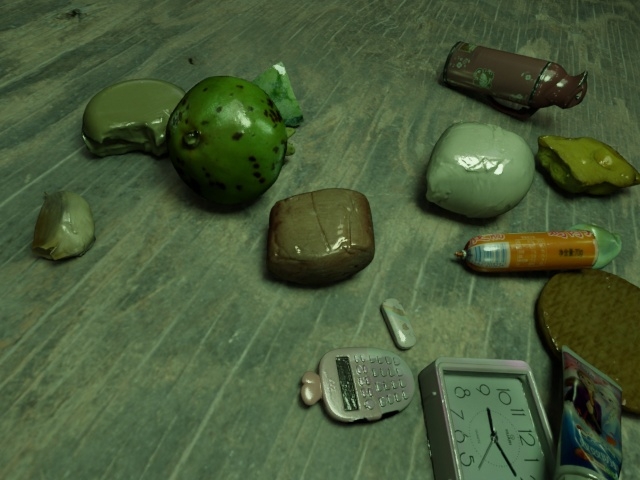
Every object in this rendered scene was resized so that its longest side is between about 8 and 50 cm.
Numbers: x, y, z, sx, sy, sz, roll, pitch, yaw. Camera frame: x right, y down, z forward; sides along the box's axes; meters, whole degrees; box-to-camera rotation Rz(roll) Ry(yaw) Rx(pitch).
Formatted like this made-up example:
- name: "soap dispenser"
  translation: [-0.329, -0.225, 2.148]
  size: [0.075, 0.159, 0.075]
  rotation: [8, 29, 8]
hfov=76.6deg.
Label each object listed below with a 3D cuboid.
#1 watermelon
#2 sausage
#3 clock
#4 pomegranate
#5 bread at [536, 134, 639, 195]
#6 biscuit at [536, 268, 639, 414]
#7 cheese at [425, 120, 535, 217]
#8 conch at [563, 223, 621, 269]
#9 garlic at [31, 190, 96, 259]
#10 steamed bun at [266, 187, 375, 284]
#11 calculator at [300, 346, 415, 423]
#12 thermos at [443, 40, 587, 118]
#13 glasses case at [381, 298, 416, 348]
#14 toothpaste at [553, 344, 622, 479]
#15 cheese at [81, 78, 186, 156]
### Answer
- name: "watermelon"
  translation: [-0.111, -0.332, 0.885]
  size: [0.098, 0.121, 0.158]
  rotation: [-19, 52, 1]
- name: "sausage"
  translation: [0.355, 0.020, 0.716]
  size: [0.234, 0.071, 0.071]
  rotation: [-2, 53, -1]
- name: "clock"
  translation: [0.219, 0.257, 0.526]
  size: [0.150, 0.063, 0.197]
  rotation: [6, 52, -8]
- name: "pomegranate"
  translation: [-0.144, -0.170, 0.708]
  size: [0.211, 0.211, 0.263]
  rotation: [39, 23, 18]
- name: "bread"
  translation: [0.603, -0.165, 0.916]
  size: [0.233, 0.088, 0.160]
  rotation: [-4, 59, -17]
- name: "biscuit"
  translation: [0.484, 0.158, 0.672]
  size: [0.262, 0.037, 0.262]
  rotation: [6, 53, -7]
- name: "cheese"
  translation: [0.308, -0.132, 0.782]
  size: [0.189, 0.154, 0.198]
  rotation: [13, 54, 22]
- name: "conch"
  translation: [0.515, 0.007, 0.776]
  size: [0.180, 0.065, 0.088]
  rotation: [0, 52, -17]
- name: "garlic"
  translation: [-0.395, -0.037, 0.622]
  size: [0.084, 0.066, 0.152]
  rotation: [-7, 57, -14]
- name: "steamed bun"
  translation: [0.000, 0.000, 0.657]
  size: [0.175, 0.106, 0.145]
  rotation: [-6, 59, 1]
- name: "calculator"
  translation: [0.052, 0.199, 0.562]
  size: [0.166, 0.024, 0.103]
  rotation: [0, 54, -14]
- name: "thermos"
  translation: [0.479, -0.393, 1.016]
  size: [0.330, 0.136, 0.109]
  rotation: [30, 25, 28]
- name: "glasses case"
  translation: [0.121, 0.128, 0.630]
  size: [0.032, 0.021, 0.083]
  rotation: [-6, 54, -19]
- name: "toothpaste"
  translation: [0.335, 0.239, 0.506]
  size: [0.096, 0.061, 0.266]
  rotation: [39, 42, 11]
- name: "cheese"
  translation: [-0.345, -0.225, 0.763]
  size: [0.202, 0.091, 0.175]
  rotation: [-27, 63, -26]
